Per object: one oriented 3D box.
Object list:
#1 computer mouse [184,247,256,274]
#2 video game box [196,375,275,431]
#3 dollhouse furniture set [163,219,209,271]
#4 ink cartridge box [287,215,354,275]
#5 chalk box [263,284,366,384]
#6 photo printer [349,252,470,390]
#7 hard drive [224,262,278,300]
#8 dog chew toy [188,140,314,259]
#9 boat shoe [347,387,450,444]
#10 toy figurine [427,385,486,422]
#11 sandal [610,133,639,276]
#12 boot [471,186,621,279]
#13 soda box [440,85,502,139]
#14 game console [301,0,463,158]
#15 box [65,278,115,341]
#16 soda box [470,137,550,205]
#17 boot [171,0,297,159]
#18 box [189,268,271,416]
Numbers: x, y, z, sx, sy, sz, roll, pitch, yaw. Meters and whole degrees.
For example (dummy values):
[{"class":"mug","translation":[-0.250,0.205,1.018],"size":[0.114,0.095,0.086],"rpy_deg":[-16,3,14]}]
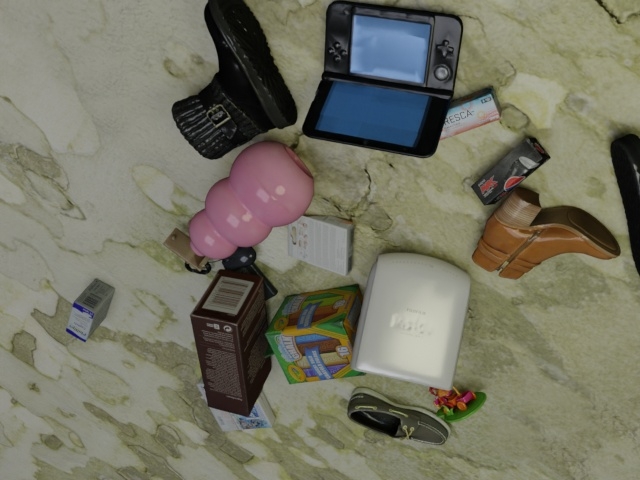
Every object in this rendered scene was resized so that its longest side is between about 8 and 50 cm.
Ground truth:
[{"class":"computer mouse","translation":[-0.278,0.054,1.865],"size":[0.242,0.041,0.071],"rpy_deg":[-13,99,29]},{"class":"video game box","translation":[-0.262,0.502,2.145],"size":[0.187,0.048,0.205],"rpy_deg":[-10,117,26]},{"class":"dollhouse furniture set","translation":[-0.311,-0.024,1.781],"size":[0.123,0.144,0.151],"rpy_deg":[37,161,-5]},{"class":"ink cartridge box","translation":[0.000,0.000,1.767],"size":[0.179,0.045,0.146],"rpy_deg":[20,127,28]},{"class":"chalk box","translation":[-0.022,0.254,1.833],"size":[0.288,0.180,0.179],"rpy_deg":[-11,116,23]},{"class":"photo printer","translation":[0.225,0.187,1.674],"size":[0.255,0.107,0.308],"rpy_deg":[13,85,2]},{"class":"hard drive","translation":[-0.193,0.115,1.900],"size":[0.094,0.022,0.135],"rpy_deg":[-29,108,30]},{"class":"dog chew toy","translation":[-0.176,-0.081,1.628],"size":[0.332,0.207,0.207],"rpy_deg":[-40,103,12]},{"class":"boat shoe","translation":[0.221,0.523,1.970],"size":[0.304,0.091,0.109],"rpy_deg":[21,125,5]},{"class":"toy figurine","translation":[0.336,0.390,1.861],"size":[0.159,0.130,0.173],"rpy_deg":[57,146,-3]},{"class":"sandal","translation":[0.719,-0.019,1.440],"size":[0.107,0.168,0.446],"rpy_deg":[-20,114,8]},{"class":"boot","translation":[0.504,0.023,1.564],"size":[0.283,0.109,0.220],"rpy_deg":[22,129,-3]},{"class":"soda box","translation":[0.293,-0.267,1.483],"size":[0.183,0.058,0.063],"rpy_deg":[-17,113,26]},{"class":"game console","translation":[0.123,-0.336,1.418],"size":[0.293,0.173,0.250],"rpy_deg":[12,124,15]},{"class":"box","translation":[-0.689,0.209,2.059],"size":[0.072,0.126,0.137],"rpy_deg":[27,125,-1]},{"class":"soda box","translation":[0.415,-0.149,1.506],"size":[0.169,0.053,0.060],"rpy_deg":[-44,68,34]},{"class":"boot","translation":[-0.235,-0.361,1.557],"size":[0.260,0.131,0.348],"rpy_deg":[-15,115,25]},{"class":"box","translation":[-0.236,0.284,1.890],"size":[0.143,0.191,0.382],"rpy_deg":[9,130,15]}]
